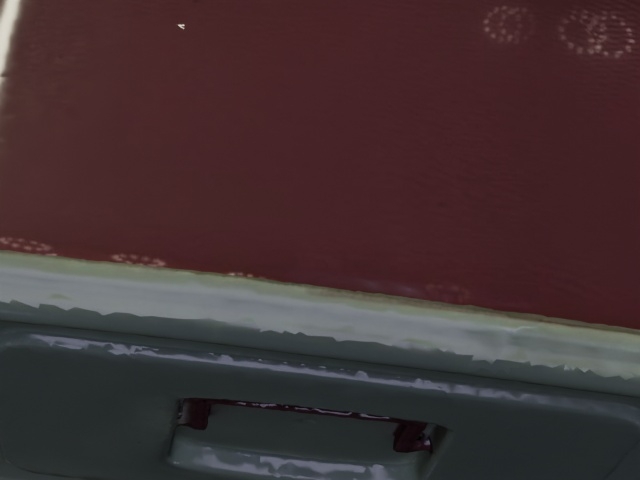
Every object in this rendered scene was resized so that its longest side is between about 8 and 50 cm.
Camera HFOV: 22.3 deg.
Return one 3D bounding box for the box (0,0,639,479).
[{"bbox_3d":[0.000,0.000,0.568,0.294,0.193,0.167,7,64,-5],"label":"box"}]
